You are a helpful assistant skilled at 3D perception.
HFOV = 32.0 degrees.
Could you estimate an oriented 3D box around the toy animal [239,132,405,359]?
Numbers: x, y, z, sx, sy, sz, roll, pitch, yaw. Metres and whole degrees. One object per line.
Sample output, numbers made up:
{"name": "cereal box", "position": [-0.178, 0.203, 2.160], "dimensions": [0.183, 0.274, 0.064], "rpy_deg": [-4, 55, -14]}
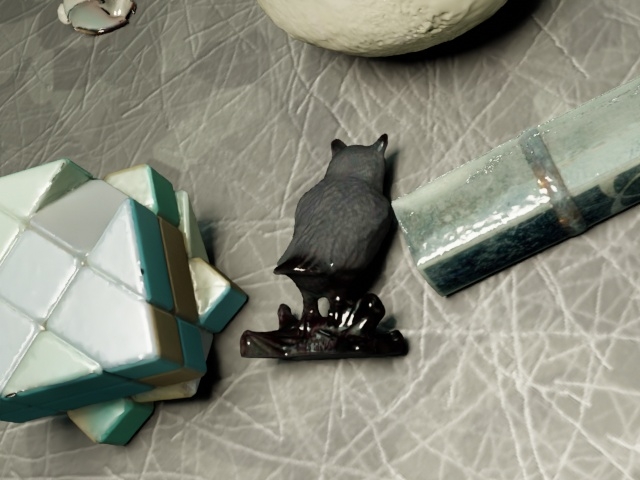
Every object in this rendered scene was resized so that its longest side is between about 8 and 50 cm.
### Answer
{"name": "toy animal", "position": [-0.001, -0.004, 0.918], "dimensions": [0.121, 0.117, 0.210], "rpy_deg": [-8, 65, 31]}

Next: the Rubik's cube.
{"name": "Rubik's cube", "position": [-0.207, 0.060, 0.946], "dimensions": [0.265, 0.213, 0.224], "rpy_deg": [-14, 76, 9]}

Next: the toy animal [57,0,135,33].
{"name": "toy animal", "position": [-0.249, -0.288, 1.206], "dimensions": [0.085, 0.071, 0.124], "rpy_deg": [-25, 65, 37]}

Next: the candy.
{"name": "candy", "position": [0.065, -0.270, 0.969], "dimensions": [0.295, 0.185, 0.295], "rpy_deg": [-24, 44, 25]}

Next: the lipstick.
{"name": "lipstick", "position": [0.201, -0.056, 0.860], "dimensions": [0.289, 0.077, 0.076], "rpy_deg": [-28, 57, 12]}
